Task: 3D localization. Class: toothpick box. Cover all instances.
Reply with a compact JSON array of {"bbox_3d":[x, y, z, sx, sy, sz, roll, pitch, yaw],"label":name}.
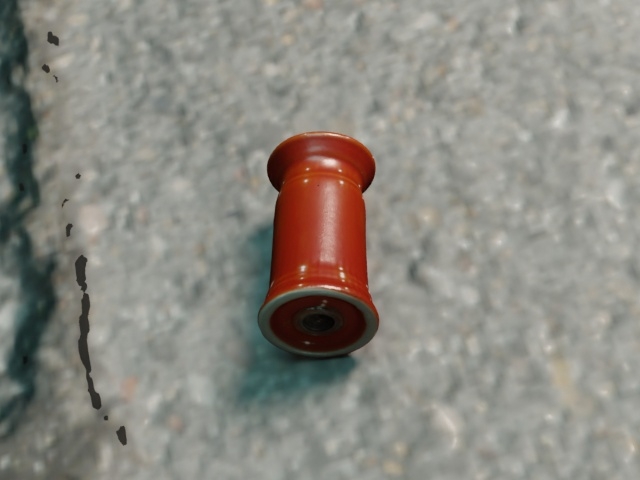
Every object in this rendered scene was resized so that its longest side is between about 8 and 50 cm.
[{"bbox_3d":[0.000,0.000,0.756,0.047,0.047,0.083,-8,51,12],"label":"toothpick box"}]
